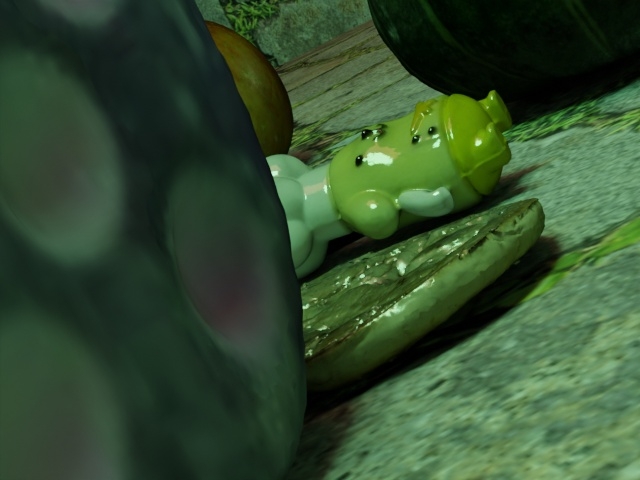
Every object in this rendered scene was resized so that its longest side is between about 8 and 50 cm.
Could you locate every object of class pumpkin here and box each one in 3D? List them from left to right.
[{"bbox_3d":[0.170,-0.220,0.966,0.300,0.207,0.300,-28,1,0],"label":"pumpkin"}]

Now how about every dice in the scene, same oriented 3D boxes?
[{"bbox_3d":[-0.184,0.019,0.452,0.270,0.271,0.270,-21,12,26],"label":"dice"}]

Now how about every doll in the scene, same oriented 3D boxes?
[{"bbox_3d":[0.026,-0.031,0.770,0.162,0.062,0.106,-22,24,19],"label":"doll"}]

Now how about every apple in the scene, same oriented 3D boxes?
[{"bbox_3d":[-0.138,-0.103,1.242,0.235,0.173,0.210,-19,12,28],"label":"apple"}]

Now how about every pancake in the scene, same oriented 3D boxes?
[{"bbox_3d":[0.029,0.023,0.605,0.158,0.028,0.158,-28,8,4],"label":"pancake"}]

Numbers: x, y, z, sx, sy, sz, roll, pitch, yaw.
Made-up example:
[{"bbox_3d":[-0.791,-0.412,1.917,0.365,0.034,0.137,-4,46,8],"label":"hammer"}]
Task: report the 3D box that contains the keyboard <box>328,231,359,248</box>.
[{"bbox_3d":[0.000,0.000,0.838,0.155,0.010,0.053,-27,11,-3],"label":"keyboard"}]
